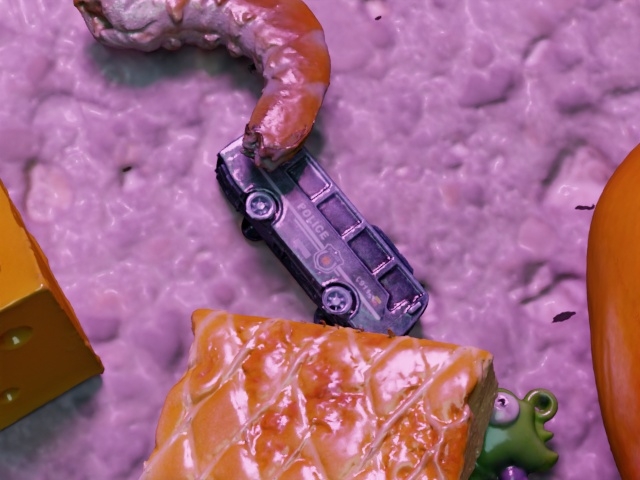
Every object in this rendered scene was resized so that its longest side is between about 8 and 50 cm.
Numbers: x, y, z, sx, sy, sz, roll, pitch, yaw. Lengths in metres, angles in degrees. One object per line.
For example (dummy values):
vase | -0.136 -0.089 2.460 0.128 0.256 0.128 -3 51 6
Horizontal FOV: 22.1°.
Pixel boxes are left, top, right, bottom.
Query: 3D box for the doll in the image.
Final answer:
doll | 0.057 0.131 1.002 0.190 0.050 0.115 -18 68 -4

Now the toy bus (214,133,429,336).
toy bus | 0.000 0.000 1.032 0.065 0.047 0.166 -37 80 -16

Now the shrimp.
shrimp | -0.074 -0.109 1.035 0.161 0.049 0.166 -2 55 -10

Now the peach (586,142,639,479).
peach | 0.289 0.058 0.910 0.289 0.289 0.308 3 40 -3

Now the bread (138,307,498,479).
bread | -0.001 0.115 0.957 0.188 0.068 0.125 8 65 18

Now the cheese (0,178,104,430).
cheese | -0.219 0.014 1.000 0.093 0.126 0.171 -28 60 -5
